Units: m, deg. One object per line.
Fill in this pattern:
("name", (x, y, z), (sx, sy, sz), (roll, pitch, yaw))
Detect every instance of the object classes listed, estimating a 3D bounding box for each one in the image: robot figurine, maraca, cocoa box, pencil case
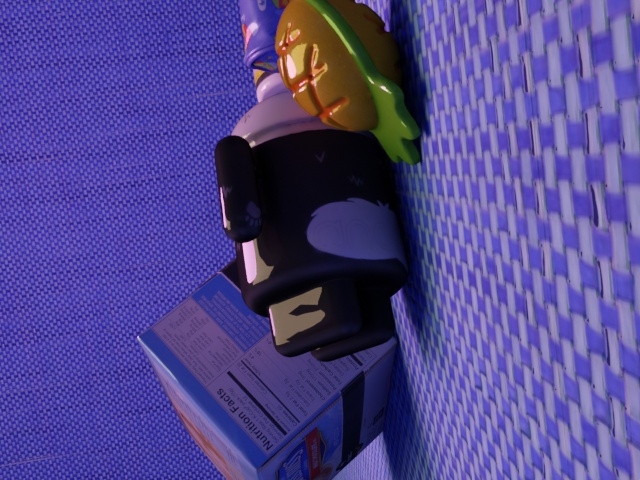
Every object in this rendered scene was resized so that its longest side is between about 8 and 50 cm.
("robot figurine", (-0.009, -0.020, 0.766), (0.209, 0.174, 0.278), (92, 168, -68))
("maraca", (0.027, -0.141, 0.637), (0.185, 0.099, 0.127), (53, 174, 23))
("cocoa box", (-0.063, 0.204, 1.009), (0.231, 0.228, 0.347), (42, 157, 23))
("pencil case", (-0.057, -0.386, 1.040), (0.119, 0.133, 0.306), (26, -124, -80))

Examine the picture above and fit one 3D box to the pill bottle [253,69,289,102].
("pill bottle", (-0.054, -0.315, 1.174), (0.119, 0.119, 0.208), (94, 167, -70))
